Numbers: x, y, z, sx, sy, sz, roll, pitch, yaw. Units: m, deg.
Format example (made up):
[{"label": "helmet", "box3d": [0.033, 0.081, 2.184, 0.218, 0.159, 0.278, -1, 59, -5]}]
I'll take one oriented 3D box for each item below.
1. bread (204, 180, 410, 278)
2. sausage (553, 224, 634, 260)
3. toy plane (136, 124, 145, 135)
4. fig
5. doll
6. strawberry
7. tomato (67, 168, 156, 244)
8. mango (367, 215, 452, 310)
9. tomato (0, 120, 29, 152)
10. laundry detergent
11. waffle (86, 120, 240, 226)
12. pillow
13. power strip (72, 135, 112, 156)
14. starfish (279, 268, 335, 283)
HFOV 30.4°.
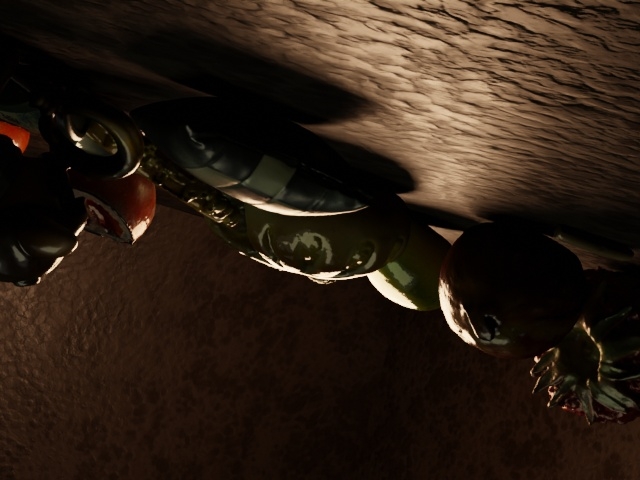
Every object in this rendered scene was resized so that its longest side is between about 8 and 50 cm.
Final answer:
[{"label": "bread", "box3d": [-0.020, -0.028, 1.786, 0.333, 0.160, 0.333, 15, 179, 0]}, {"label": "sausage", "box3d": [0.389, 0.006, 1.667, 0.132, 0.024, 0.024, 17, 176, -21]}, {"label": "toy plane", "box3d": [-0.273, -0.143, 1.845, 0.135, 0.062, 0.188, 41, 180, 13]}, {"label": "fig", "box3d": [0.287, 0.077, 1.790, 0.224, 0.224, 0.263, 15, 173, 10]}, {"label": "doll", "box3d": [-0.406, -0.107, 1.351, 0.339, 0.318, 0.209, 49, -154, -16]}, {"label": "strawberry", "box3d": [0.538, 0.174, 2.021, 0.343, 0.292, 0.292, -5, -169, -40]}, {"label": "tomato", "box3d": [-0.402, -0.105, 2.219, 0.214, 0.155, 0.180, 21, 157, 24]}, {"label": "mango", "box3d": [0.162, 0.040, 2.088, 0.185, 0.149, 0.273, 39, 178, 14]}, {"label": "tomato", "box3d": [-0.722, -0.212, 2.421, 0.237, 0.095, 0.237, 16, 177, 1]}, {"label": "laundry detergent", "box3d": [-0.404, -0.195, 1.488, 0.222, 0.078, 0.144, 18, 166, 4]}, {"label": "waffle", "box3d": [-0.235, -0.111, 1.643, 0.291, 0.051, 0.291, 36, 179, 1]}, {"label": "pillow", "box3d": [-0.081, -0.099, 1.339, 0.250, 0.106, 0.186, 22, 177, -31]}, {"label": "power strip", "box3d": [-0.322, -0.148, 2.056, 0.253, 0.054, 0.167, 17, 179, -20]}, {"label": "starfish", "box3d": [-0.002, 0.000, 1.978, 0.074, 0.146, 0.190, -14, -178, 40]}]
